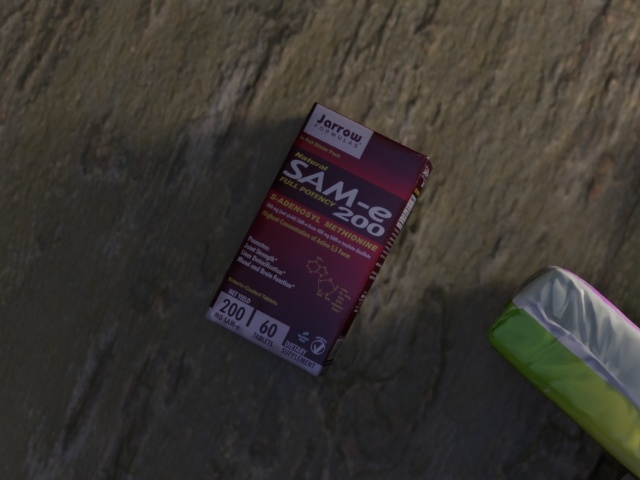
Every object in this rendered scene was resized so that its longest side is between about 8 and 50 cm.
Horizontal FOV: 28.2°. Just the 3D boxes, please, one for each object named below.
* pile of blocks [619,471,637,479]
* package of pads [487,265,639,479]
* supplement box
[{"bbox_3d":[0.364,0.379,1.154,0.112,0.149,0.362,-44,83,3],"label":"pile of blocks"},{"bbox_3d":[0.286,0.144,1.138,0.296,0.229,0.101,43,95,7],"label":"package of pads"},{"bbox_3d":[0.000,0.000,1.261,0.130,0.073,0.239,27,89,8],"label":"supplement box"}]
